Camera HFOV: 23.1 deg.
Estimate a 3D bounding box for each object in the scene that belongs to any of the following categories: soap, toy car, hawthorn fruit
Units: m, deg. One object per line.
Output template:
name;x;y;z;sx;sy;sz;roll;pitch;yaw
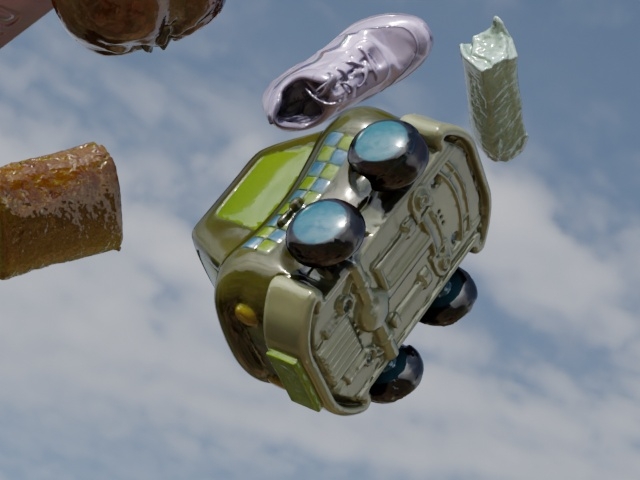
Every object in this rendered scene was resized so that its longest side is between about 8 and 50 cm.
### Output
soap;-0.427;-0.275;1.910;0.203;0.066;0.122;-31;-21;26
toy car;0.000;0.000;1.254;0.198;0.248;0.204;20;-30;35
hawthorn fruit;-0.208;-0.327;1.698;0.199;0.199;0.251;-5;-78;41

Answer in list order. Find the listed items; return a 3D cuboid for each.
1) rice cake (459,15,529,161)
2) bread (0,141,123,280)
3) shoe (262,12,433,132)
rice cake;0.215;-0.177;1.929;0.069;0.063;0.206;56;-11;34
bread;-0.326;-0.037;1.852;0.103;0.172;0.132;24;-58;47
shoe;0.031;-0.209;1.996;0.245;0.137;0.095;-28;-77;10
